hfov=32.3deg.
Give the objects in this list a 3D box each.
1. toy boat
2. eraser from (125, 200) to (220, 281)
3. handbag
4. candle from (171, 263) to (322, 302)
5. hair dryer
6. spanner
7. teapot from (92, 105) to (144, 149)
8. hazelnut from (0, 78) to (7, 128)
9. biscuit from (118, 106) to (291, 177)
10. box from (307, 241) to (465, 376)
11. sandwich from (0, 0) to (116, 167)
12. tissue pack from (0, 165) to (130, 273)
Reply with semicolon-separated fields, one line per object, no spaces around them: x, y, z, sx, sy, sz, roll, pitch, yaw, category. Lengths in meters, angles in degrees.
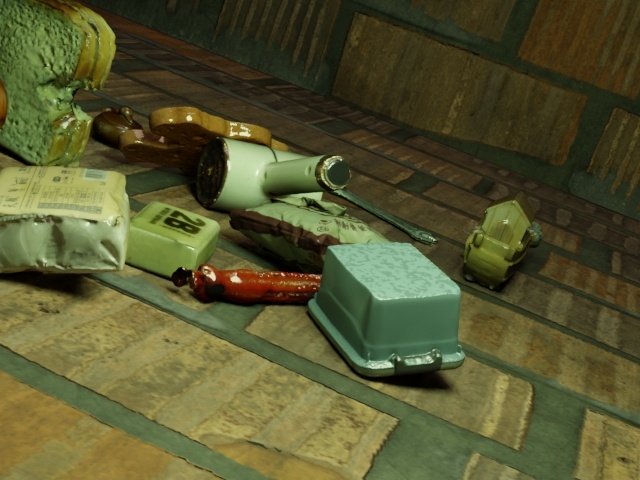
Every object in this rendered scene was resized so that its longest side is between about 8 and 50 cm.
0.365;-0.011;2.170;0.136;0.162;0.445;25;15;10;toy boat
-0.217;-0.001;1.583;0.117;0.058;0.172;20;15;2;eraser
0.000;0.000;1.740;0.213;0.127;0.235;9;6;-41;handbag
-0.063;0.067;1.566;0.329;0.048;0.051;5;62;-44;candle
-0.048;-0.105;1.854;0.203;0.128;0.362;11;-6;-30;hair dryer
0.121;-0.058;2.307;0.302;0.017;0.071;31;18;33;spanner
-0.385;-0.223;2.115;0.098;0.078;0.129;10;17;-34;teapot
-0.556;-0.210;1.664;0.182;0.182;0.182;19;15;-5;hazelnut
-0.195;-0.171;2.013;0.334;0.047;0.202;13;-26;-37;biscuit
0.090;0.093;1.508;0.162;0.130;0.227;-3;24;-21;box
-0.465;-0.271;1.812;0.249;0.273;0.095;29;17;26;sandwich
-0.336;-0.027;1.402;0.186;0.090;0.222;0;20;-9;tissue pack
